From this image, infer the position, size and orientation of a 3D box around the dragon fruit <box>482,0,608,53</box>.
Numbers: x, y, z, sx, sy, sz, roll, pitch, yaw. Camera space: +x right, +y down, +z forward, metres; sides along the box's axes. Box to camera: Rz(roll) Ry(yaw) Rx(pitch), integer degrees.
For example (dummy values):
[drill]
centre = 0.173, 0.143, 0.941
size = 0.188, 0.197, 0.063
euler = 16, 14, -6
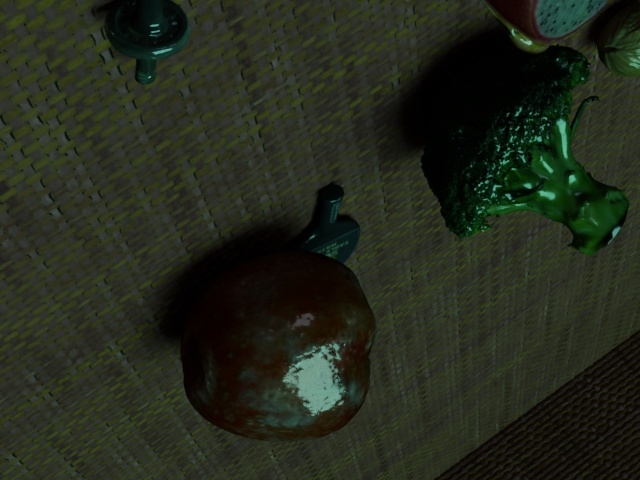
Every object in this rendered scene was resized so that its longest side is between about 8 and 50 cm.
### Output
[dragon fruit]
centre = 0.249, -0.370, 1.345
size = 0.290, 0.189, 0.291
euler = -39, 157, -20

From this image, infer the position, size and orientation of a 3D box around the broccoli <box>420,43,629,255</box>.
[broccoli]
centre = 0.277, -0.119, 1.680
size = 0.298, 0.297, 0.297
euler = -52, -172, 11

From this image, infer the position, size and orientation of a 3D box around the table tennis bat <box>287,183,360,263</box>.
[table tennis bat]
centre = 0.000, 0.000, 1.791
size = 0.150, 0.027, 0.236
euler = -26, 154, -25

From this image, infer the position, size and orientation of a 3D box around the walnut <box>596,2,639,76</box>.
[walnut]
centre = 0.460, -0.294, 1.831
size = 0.124, 0.105, 0.105
euler = -34, 156, -37

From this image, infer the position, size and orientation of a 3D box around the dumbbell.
[dumbbell]
centre = -0.154, -0.235, 1.135
size = 0.081, 0.082, 0.254
euler = -25, 151, -26

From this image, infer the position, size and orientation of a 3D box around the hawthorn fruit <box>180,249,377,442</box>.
[hawthorn fruit]
centre = -0.053, 0.142, 1.698
size = 0.284, 0.284, 0.284
euler = -30, 153, -17
